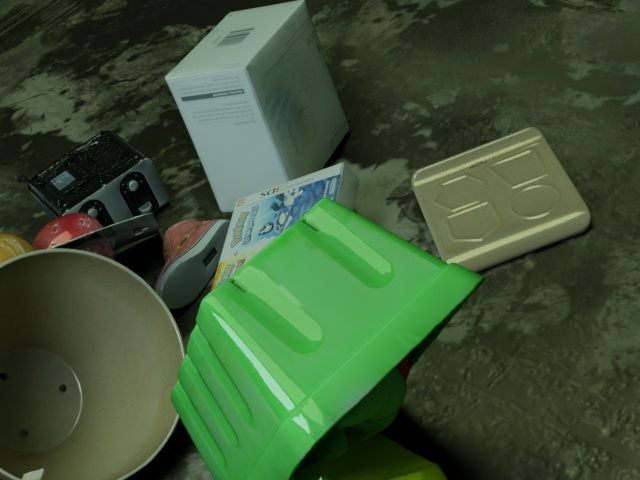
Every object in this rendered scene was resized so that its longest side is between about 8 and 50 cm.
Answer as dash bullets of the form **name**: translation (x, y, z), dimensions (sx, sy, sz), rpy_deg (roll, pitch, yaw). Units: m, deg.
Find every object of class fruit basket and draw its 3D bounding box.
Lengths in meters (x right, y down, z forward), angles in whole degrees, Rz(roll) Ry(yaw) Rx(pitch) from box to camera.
- **fruit basket**: translation (0.034, 0.199, 1.114), dimensions (0.283, 0.392, 0.392), rpy_deg (-40, 39, -27)
- **fruit basket**: translation (-0.385, 0.051, 1.569), dimensions (0.353, 0.165, 0.327), rpy_deg (-16, -3, -8)

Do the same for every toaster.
- **toaster**: translation (-0.352, -0.077, 1.798), dimensions (0.168, 0.110, 0.185), rpy_deg (-36, 39, -17)

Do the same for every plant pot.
- **plant pot**: translation (-0.327, 0.172, 1.386), dimensions (0.284, 0.284, 0.191), rpy_deg (-52, 10, -32)

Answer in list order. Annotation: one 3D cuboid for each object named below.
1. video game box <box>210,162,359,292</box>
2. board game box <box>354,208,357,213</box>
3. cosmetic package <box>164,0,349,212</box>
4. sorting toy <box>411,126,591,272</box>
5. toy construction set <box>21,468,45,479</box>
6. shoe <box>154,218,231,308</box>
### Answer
- **video game box**: translation (-0.049, 0.006, 1.525), dimensions (0.187, 0.048, 0.205), rpy_deg (-20, 41, 32)
- **board game box**: translation (0.000, 0.000, 1.577), dimensions (0.124, 0.039, 0.259), rpy_deg (-24, 34, 0)
- **cosmetic package**: translation (-0.083, -0.196, 1.675), dimensions (0.138, 0.225, 0.224), rpy_deg (-3, 33, 27)
- **sorting toy**: translation (0.232, -0.049, 1.510), dimensions (0.193, 0.038, 0.208), rpy_deg (-21, 41, 4)
- **toy construction set**: translation (-0.368, 0.333, 1.173), dimensions (0.309, 0.257, 0.237), rpy_deg (-40, 22, 23)
- **shoe**: translation (-0.196, 0.031, 1.624), dimensions (0.081, 0.063, 0.178), rpy_deg (5, 40, 35)
